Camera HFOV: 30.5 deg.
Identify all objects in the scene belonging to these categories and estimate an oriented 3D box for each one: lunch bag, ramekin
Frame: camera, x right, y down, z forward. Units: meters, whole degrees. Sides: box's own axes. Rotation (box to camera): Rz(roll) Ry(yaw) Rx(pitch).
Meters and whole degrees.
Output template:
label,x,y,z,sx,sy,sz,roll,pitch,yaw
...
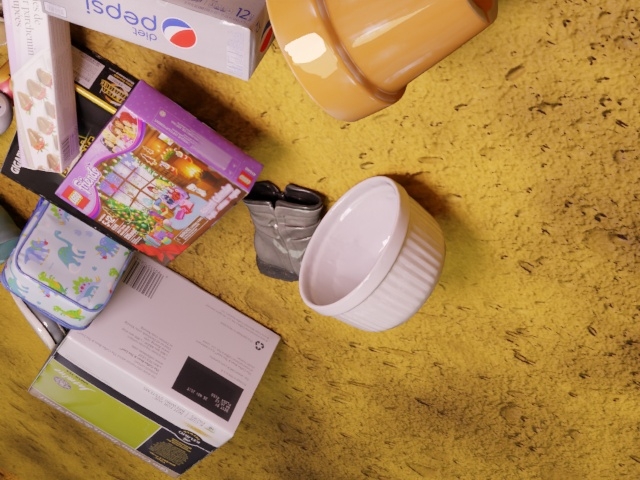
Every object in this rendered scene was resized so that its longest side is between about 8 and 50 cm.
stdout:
label,x,y,z,sx,sy,sz,roll,pitch,yaw
lunch bag,-0.400,0.020,1.891,0.176,0.219,0.090,31,138,-13
ramekin,0.076,0.027,1.603,0.109,0.207,0.207,33,147,-26

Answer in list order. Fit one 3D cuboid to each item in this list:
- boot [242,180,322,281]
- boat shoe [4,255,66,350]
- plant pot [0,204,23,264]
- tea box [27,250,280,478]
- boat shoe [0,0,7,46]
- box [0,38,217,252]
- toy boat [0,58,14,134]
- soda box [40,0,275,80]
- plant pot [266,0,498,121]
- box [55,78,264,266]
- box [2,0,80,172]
label,x,y,z,sx,sy,sz,roll,pitch,yaw
boot,0.000,0.000,1.728,0.246,0.083,0.161,12,138,18
boat shoe,-0.465,0.081,1.993,0.116,0.099,0.319,64,171,-26
plant pot,-0.684,-0.011,2.021,0.196,0.293,0.293,57,143,0
tea box,-0.303,0.225,2.106,0.329,0.220,0.323,33,145,-10
boat shoe,-0.433,-0.316,1.567,0.072,0.068,0.190,63,159,26
box,-0.327,-0.133,1.763,0.257,0.079,0.322,31,146,-10
toy boat,-0.556,-0.211,1.743,0.318,0.148,0.267,0,138,34
soda box,-0.197,-0.297,1.431,0.286,0.098,0.091,19,144,9
plant pot,0.076,-0.253,1.240,0.188,0.205,0.205,-20,127,29
box,-0.233,-0.084,1.647,0.201,0.057,0.293,35,145,-13
box,-0.368,-0.245,1.546,0.063,0.067,0.324,9,124,10
